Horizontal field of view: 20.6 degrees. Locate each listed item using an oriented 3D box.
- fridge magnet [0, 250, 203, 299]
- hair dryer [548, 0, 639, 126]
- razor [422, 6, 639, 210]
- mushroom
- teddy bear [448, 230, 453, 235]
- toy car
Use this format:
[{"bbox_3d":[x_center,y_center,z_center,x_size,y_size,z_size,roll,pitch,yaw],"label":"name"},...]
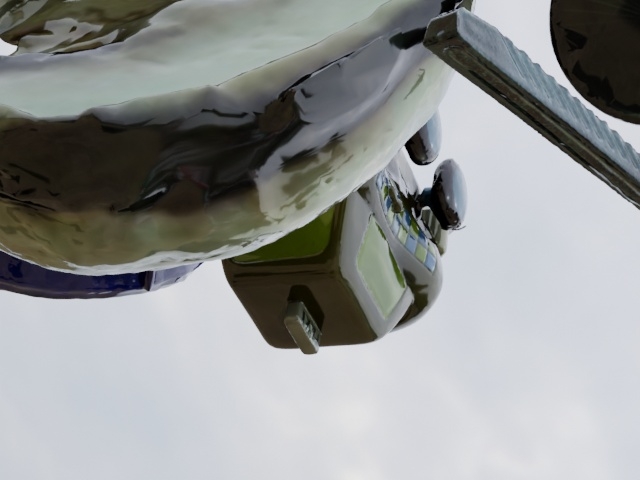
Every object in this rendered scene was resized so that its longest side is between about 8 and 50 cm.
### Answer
[{"bbox_3d":[-0.168,-0.037,1.137,0.265,0.265,0.113,25,-65,45],"label":"fridge magnet"},{"bbox_3d":[0.266,-0.074,0.980,0.302,0.116,0.244,33,11,5],"label":"hair dryer"},{"bbox_3d":[0.111,-0.042,0.705,0.066,0.033,0.190,-13,-31,44],"label":"razor"},{"bbox_3d":[-0.060,-0.090,0.913,0.247,0.344,0.130,17,-49,34],"label":"mushroom"},{"bbox_3d":[-0.013,-0.044,1.674,0.251,0.171,0.144,48,11,15],"label":"teddy bear"},{"bbox_3d":[0.000,0.000,1.394,0.204,0.198,0.248,-5,-37,20],"label":"toy car"}]
